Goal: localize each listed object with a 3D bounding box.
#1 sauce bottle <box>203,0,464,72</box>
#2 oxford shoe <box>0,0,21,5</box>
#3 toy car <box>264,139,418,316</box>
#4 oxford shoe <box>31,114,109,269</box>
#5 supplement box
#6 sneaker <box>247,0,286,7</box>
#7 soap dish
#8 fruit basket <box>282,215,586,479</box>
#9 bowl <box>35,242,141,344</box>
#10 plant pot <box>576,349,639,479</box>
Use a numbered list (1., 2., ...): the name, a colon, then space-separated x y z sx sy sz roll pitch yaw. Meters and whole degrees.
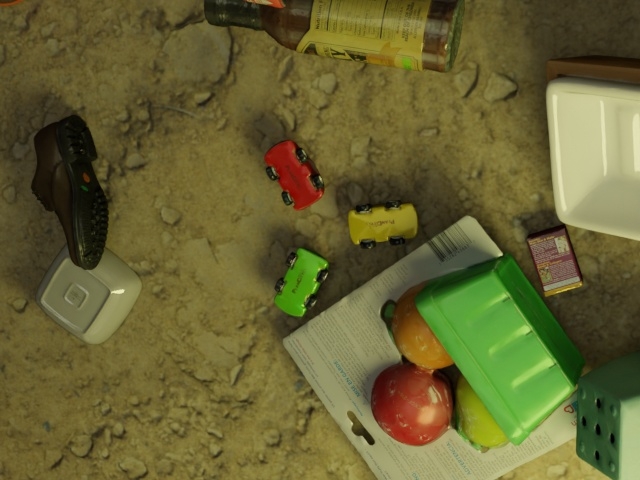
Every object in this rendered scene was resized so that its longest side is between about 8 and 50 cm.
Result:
1. sauce bottle: 0.016 -0.300 1.424 0.344 0.111 0.111 12 102 15
2. oxford shoe: -0.400 -0.502 1.509 0.364 0.130 0.133 -54 51 22
3. toy car: 0.000 0.000 1.504 0.239 0.053 0.225 28 105 9
4. oxford shoe: -0.374 -0.063 1.576 0.096 0.083 0.227 -15 81 19
5. supplement box: 0.316 0.026 1.433 0.055 0.043 0.083 -17 95 16
6. sneaker: -0.009 -0.451 1.365 0.148 0.131 0.350 32 90 15
7. soap dish: 0.419 -0.107 1.271 0.290 0.118 0.229 14 129 38
8. fruit basket: 0.166 0.182 1.463 0.353 0.165 0.327 -37 88 32
9. bowl: -0.358 0.079 1.608 0.142 0.053 0.142 37 106 4
10. plant pot: 0.445 0.220 1.318 0.234 0.165 0.166 -3 99 -16
